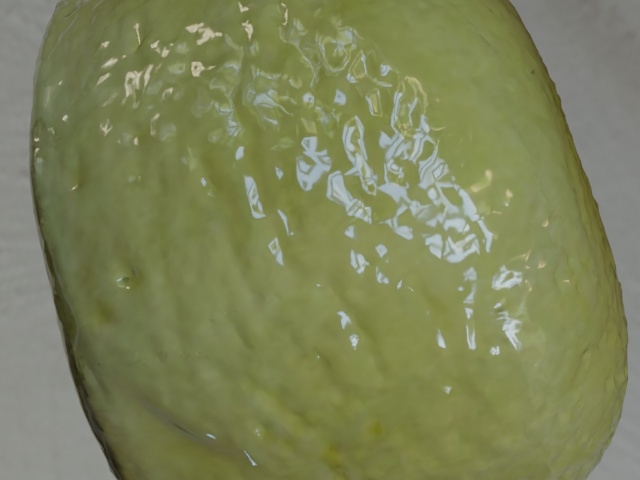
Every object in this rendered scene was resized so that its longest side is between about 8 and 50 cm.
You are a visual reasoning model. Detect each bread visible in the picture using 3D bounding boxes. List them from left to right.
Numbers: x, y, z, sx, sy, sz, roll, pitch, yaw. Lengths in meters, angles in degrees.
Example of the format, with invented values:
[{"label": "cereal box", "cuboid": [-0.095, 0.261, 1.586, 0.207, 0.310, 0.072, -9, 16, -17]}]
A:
[{"label": "bread", "cuboid": [0.011, -0.003, 0.904, 0.237, 0.320, 0.320, -14, 129, 9]}]
